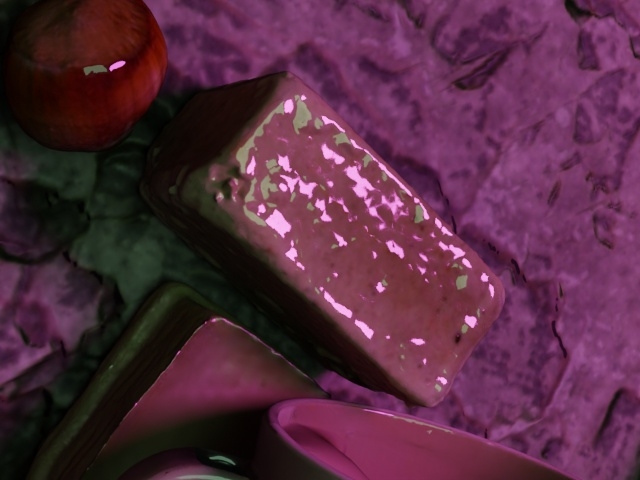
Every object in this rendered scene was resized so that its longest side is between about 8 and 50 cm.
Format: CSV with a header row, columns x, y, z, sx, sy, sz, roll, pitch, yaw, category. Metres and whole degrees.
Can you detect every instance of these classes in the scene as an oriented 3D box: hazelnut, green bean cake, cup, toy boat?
x,y,z,sx,sy,sz,roll,pitch,yaw,category
-0.111,-0.081,0.692,0.086,0.086,0.086,-3,97,-28,hazelnut
0.000,0.000,0.737,0.179,0.109,0.085,44,76,-25,green bean cake
0.007,0.192,0.667,0.252,0.191,0.200,17,96,-14,cup
-0.080,0.124,0.734,0.116,0.061,0.188,38,78,-28,toy boat
